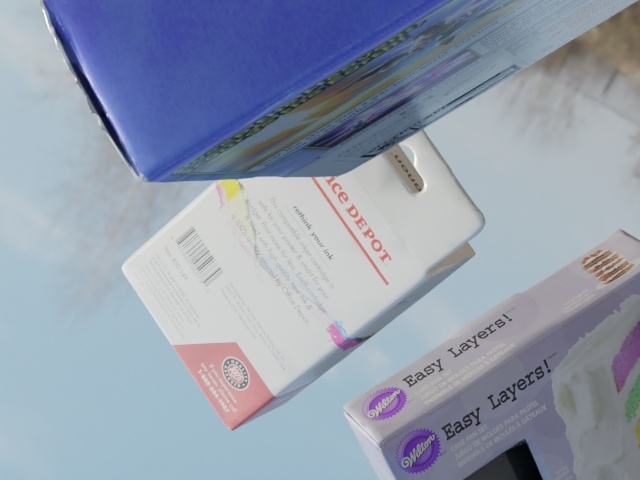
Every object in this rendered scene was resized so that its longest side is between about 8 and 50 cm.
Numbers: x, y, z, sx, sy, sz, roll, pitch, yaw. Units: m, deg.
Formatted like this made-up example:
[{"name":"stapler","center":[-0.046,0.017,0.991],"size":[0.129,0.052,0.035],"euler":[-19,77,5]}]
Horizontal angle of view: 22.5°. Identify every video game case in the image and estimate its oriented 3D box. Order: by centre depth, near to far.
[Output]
[{"name":"video game case","center":[0.079,-0.109,0.492],"size":[0.061,0.269,0.244],"euler":[60,-168,3]}]

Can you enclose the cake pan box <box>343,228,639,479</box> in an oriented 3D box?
[{"name":"cake pan box","center":[0.171,0.160,1.196],"size":[0.070,0.267,0.245],"euler":[38,156,61]}]

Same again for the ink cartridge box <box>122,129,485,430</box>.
[{"name":"ink cartridge box","center":[0.000,0.000,0.874],"size":[0.115,0.198,0.067],"euler":[56,-151,9]}]
